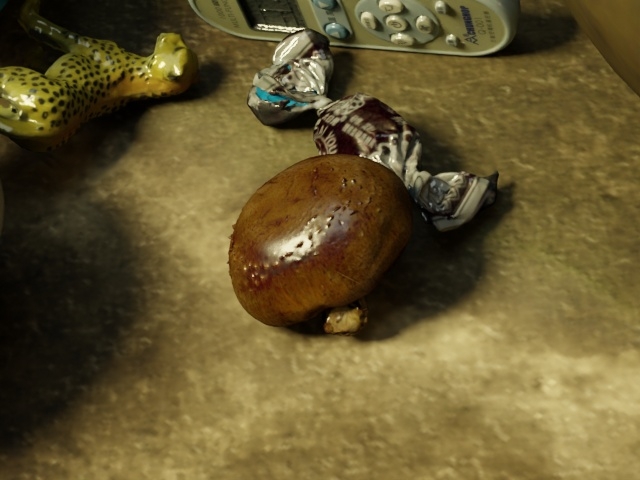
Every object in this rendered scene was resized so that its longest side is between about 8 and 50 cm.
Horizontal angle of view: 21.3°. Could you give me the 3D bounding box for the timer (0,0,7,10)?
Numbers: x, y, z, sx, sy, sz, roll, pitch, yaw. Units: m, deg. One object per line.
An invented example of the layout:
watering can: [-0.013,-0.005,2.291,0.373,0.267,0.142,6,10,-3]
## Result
timer: [-0.368,-0.255,1.196,0.340,0.115,0.309,14,30,-1]

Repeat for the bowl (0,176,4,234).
bowl: [-0.325,0.026,1.060,0.287,0.144,0.287,-7,46,8]

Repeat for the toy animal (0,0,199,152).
toy animal: [-0.185,-0.106,1.176,0.136,0.073,0.181,23,30,19]

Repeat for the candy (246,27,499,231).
candy: [0.031,-0.074,1.135,0.094,0.051,0.226,-29,48,-18]

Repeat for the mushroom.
mushroom: [0.000,0.000,1.053,0.127,0.087,0.127,-24,39,21]

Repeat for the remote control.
remote control: [0.022,-0.173,1.201,0.244,0.087,0.047,7,67,18]

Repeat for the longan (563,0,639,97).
longan: [0.310,-0.210,1.010,0.404,0.336,0.404,21,37,-17]
